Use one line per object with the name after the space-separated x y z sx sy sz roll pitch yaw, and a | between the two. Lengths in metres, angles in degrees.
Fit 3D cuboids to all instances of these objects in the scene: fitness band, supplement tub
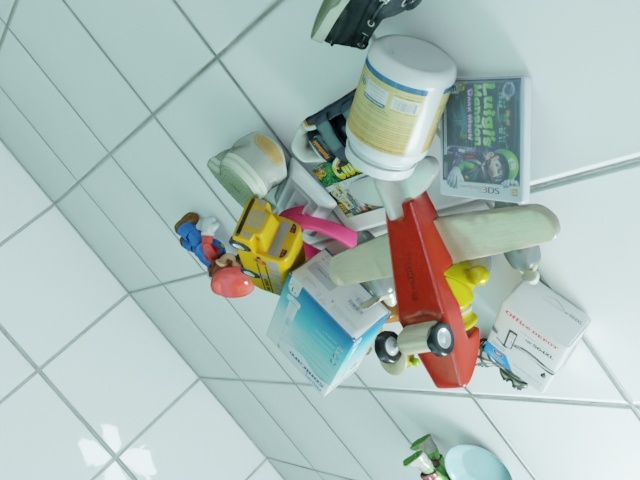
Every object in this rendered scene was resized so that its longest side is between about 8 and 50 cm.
0.000 0.000 1.965 0.209 0.054 0.291 34 161 -22 | fitness band
0.123 -0.212 1.358 0.144 0.144 0.199 36 130 23 | supplement tub

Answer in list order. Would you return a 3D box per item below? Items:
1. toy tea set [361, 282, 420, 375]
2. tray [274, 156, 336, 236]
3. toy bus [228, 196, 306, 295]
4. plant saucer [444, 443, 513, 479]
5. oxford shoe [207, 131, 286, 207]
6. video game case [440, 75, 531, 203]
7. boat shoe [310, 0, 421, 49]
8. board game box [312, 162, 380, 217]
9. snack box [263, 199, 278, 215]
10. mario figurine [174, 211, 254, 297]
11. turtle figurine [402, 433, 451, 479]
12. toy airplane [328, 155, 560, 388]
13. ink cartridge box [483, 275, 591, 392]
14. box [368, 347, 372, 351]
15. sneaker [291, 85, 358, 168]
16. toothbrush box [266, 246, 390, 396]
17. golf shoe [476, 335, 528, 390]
0.176 0.199 2.014 0.336 0.124 0.200 31 121 38 | toy tea set
-0.047 -0.089 1.965 0.145 0.030 0.270 45 161 3 | tray
-0.111 0.023 1.914 0.130 0.108 0.332 20 161 10 | toy bus
0.422 0.603 2.216 0.195 0.037 0.195 20 129 27 | plant saucer
-0.167 -0.164 1.980 0.169 0.130 0.449 45 170 -8 | oxford shoe
0.255 -0.160 1.326 0.173 0.022 0.190 11 106 51 | video game case
0.098 -0.381 1.263 0.113 0.127 0.340 22 151 -16 | boat shoe
0.087 -0.123 1.741 0.136 0.030 0.260 55 154 -10 | board game box
-0.137 -0.040 2.213 0.064 0.022 0.178 34 152 23 | snack box
-0.286 0.042 2.499 0.320 0.170 0.198 43 -167 32 | mario figurine
0.321 0.701 2.371 0.266 0.198 0.275 53 151 -3 | turtle figurine
0.210 0.024 1.549 0.386 0.272 0.384 41 119 35 | toy airplane
0.408 0.180 1.611 0.148 0.086 0.203 37 153 22 | ink cartridge box
0.058 0.242 2.206 0.164 0.021 0.201 42 -176 12 | box
0.060 -0.207 1.552 0.126 0.127 0.321 53 152 -11 | sneaker
0.009 0.196 1.958 0.216 0.126 0.295 45 145 17 | toothbrush box
0.366 0.228 1.776 0.198 0.077 0.094 26 137 25 | golf shoe
